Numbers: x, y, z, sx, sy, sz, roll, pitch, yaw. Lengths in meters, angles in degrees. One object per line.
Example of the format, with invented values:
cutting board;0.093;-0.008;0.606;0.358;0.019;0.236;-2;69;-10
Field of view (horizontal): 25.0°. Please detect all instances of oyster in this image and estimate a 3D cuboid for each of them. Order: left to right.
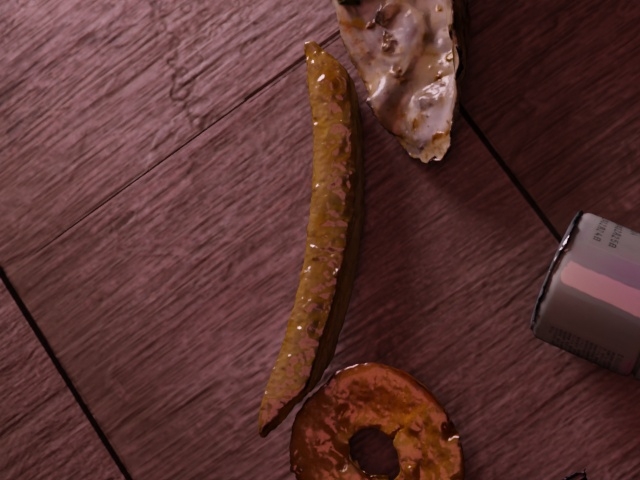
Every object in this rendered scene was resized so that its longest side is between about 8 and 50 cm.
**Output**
oyster;0.079;-0.219;1.476;0.166;0.094;0.294;-10;90;27

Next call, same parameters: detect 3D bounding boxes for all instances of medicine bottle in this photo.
medicine bottle;0.296;0.061;1.361;0.168;0.135;0.135;23;87;14

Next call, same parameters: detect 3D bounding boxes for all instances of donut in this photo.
donut;0.061;0.210;1.422;0.162;0.065;0.178;-39;78;8

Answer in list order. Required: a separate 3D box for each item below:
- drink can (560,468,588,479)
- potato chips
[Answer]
drink can;0.256;0.339;1.350;0.097;0.097;0.235;-26;79;6
potato chips;0.000;0.000;1.453;0.080;0.057;0.407;6;78;7
